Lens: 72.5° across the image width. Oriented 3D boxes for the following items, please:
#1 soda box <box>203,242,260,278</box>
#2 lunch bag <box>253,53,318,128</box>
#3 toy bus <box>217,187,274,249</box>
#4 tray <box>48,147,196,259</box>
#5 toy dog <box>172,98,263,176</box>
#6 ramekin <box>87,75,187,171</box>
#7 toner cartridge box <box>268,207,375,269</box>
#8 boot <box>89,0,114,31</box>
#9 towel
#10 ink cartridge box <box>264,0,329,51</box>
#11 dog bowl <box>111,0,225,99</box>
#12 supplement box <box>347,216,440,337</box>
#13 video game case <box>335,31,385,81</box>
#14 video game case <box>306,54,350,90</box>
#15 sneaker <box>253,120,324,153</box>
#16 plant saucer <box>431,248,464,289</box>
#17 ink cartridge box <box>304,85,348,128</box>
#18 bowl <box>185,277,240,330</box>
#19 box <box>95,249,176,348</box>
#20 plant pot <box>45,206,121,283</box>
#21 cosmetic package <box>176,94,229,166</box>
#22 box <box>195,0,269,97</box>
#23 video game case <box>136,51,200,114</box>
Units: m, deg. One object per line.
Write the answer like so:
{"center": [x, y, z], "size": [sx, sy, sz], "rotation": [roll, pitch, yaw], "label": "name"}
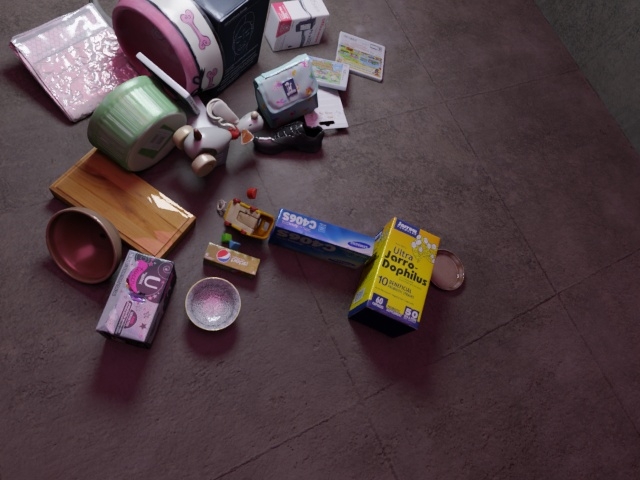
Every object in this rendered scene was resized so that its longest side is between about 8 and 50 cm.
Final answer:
{"center": [-0.302, 0.070, 1.485], "size": [0.181, 0.058, 0.061], "rotation": [20, 65, -9], "label": "soda box"}
{"center": [-0.130, -0.566, 1.644], "size": [0.223, 0.262, 0.160], "rotation": [-28, 79, -7], "label": "lunch bag"}
{"center": [-0.253, -0.075, 1.523], "size": [0.104, 0.191, 0.202], "rotation": [18, 52, -50], "label": "toy bus"}
{"center": [-0.644, -0.112, 1.444], "size": [0.411, 0.076, 0.203], "rotation": [35, 64, -1], "label": "tray"}
{"center": [-0.334, -0.368, 1.451], "size": [0.220, 0.161, 0.334], "rotation": [32, 62, -5], "label": "toy dog"}
{"center": [-0.587, -0.371, 1.437], "size": [0.148, 0.303, 0.303], "rotation": [43, 64, -1], "label": "ramekin"}
{"center": [0.000, 0.000, 1.546], "size": [0.347, 0.165, 0.075], "rotation": [17, 67, -9], "label": "toner cartridge box"}
{"center": [-0.779, -0.824, 1.684], "size": [0.161, 0.083, 0.246], "rotation": [-22, 86, -28], "label": "boot"}
{"center": [-0.840, -0.633, 1.545], "size": [0.332, 0.053, 0.317], "rotation": [-43, 107, -24], "label": "towel"}
{"center": [-0.102, -0.925, 1.870], "size": [0.237, 0.172, 0.100], "rotation": [-21, 77, -23], "label": "ink cartridge box"}
{"center": [-0.533, -0.672, 1.503], "size": [0.408, 0.408, 0.150], "rotation": [38, 63, 0], "label": "dog bowl"}
{"center": [0.263, 0.134, 1.556], "size": [0.194, 0.195, 0.356], "rotation": [24, 64, -7], "label": "supplement box"}
{"center": [0.183, -0.846, 2.008], "size": [0.227, 0.026, 0.206], "rotation": [14, 66, -13], "label": "video game case"}
{"center": [0.015, -0.718, 1.860], "size": [0.212, 0.023, 0.193], "rotation": [11, 49, -2], "label": "video game case"}
{"center": [-0.120, -0.410, 1.689], "size": [0.286, 0.130, 0.109], "rotation": [-8, 74, -18], "label": "sneaker"}
{"center": [0.487, 0.118, 1.723], "size": [0.168, 0.029, 0.168], "rotation": [6, 67, -14], "label": "plant saucer"}
{"center": [-0.005, -0.561, 1.830], "size": [0.189, 0.066, 0.232], "rotation": [-11, 81, -21], "label": "ink cartridge box"}
{"center": [-0.346, 0.211, 1.404], "size": [0.170, 0.080, 0.170], "rotation": [6, 68, -14], "label": "bowl"}
{"center": [-0.540, 0.181, 1.310], "size": [0.142, 0.163, 0.247], "rotation": [16, 66, -9], "label": "box"}
{"center": [-0.697, 0.003, 1.333], "size": [0.237, 0.237, 0.110], "rotation": [36, 25, -1], "label": "plant pot"}
{"center": [-0.435, -0.390, 1.587], "size": [0.107, 0.127, 0.238], "rotation": [-32, 80, -26], "label": "cosmetic package"}
{"center": [-0.370, -0.788, 1.611], "size": [0.212, 0.395, 0.293], "rotation": [38, 63, 0], "label": "box"}
{"center": [-0.496, -0.513, 1.442], "size": [0.201, 0.183, 0.023], "rotation": [41, 87, -4], "label": "video game case"}
